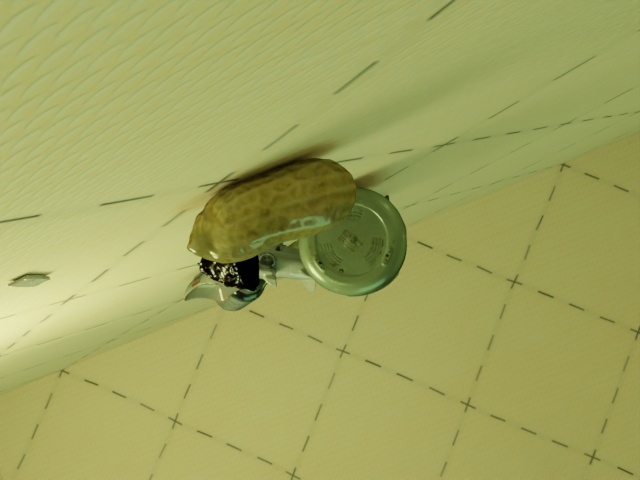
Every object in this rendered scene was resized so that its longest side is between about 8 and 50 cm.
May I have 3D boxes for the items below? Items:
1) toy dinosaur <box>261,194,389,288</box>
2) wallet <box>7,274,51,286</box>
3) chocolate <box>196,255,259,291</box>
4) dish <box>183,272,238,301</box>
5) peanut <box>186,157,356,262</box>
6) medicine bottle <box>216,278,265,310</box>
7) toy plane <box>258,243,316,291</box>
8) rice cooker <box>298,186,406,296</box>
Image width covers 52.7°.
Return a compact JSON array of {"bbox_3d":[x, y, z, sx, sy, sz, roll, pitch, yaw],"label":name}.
[{"bbox_3d":[0.000,0.000,2.061,0.447,0.087,0.301,-42,166,35],"label":"toy dinosaur"},{"bbox_3d":[-0.548,0.077,1.219,0.044,0.011,0.083,-23,173,4],"label":"wallet"},{"bbox_3d":[-0.245,0.061,1.664,0.133,0.156,0.156,-8,178,17],"label":"chocolate"},{"bbox_3d":[-0.330,0.133,2.046,0.151,0.077,0.212,7,157,-34],"label":"dish"},{"bbox_3d":[-0.092,-0.052,1.163,0.325,0.140,0.153,-21,-169,6],"label":"peanut"},{"bbox_3d":[-0.274,0.155,2.226,0.141,0.141,0.293,-19,174,-25],"label":"medicine bottle"},{"bbox_3d":[-0.118,0.069,1.829,0.245,0.117,0.244,10,-160,-4],"label":"toy plane"},{"bbox_3d":[0.086,0.011,1.669,0.288,0.288,0.277,-23,174,4],"label":"rice cooker"}]
